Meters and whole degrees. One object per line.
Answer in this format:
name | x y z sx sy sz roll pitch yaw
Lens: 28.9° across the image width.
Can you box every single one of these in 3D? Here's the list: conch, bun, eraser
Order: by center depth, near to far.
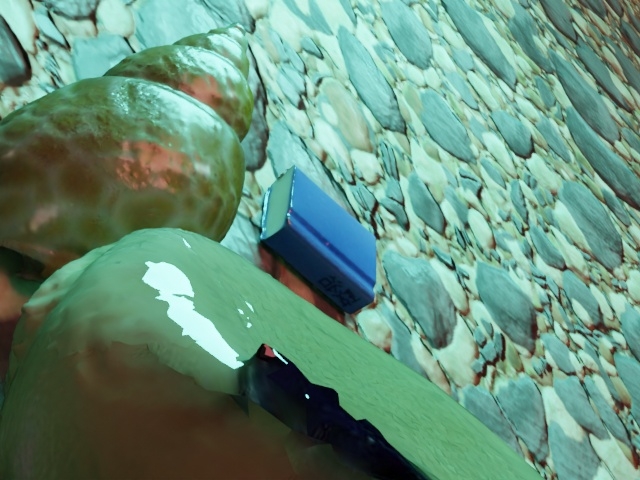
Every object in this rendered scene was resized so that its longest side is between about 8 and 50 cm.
bun | -0.015 0.138 0.491 0.293 0.187 0.293 39 4 -3
conch | -0.095 -0.038 0.632 0.173 0.106 0.116 -10 50 -45
eraser | 0.000 0.000 0.810 0.085 0.027 0.063 41 33 -28
